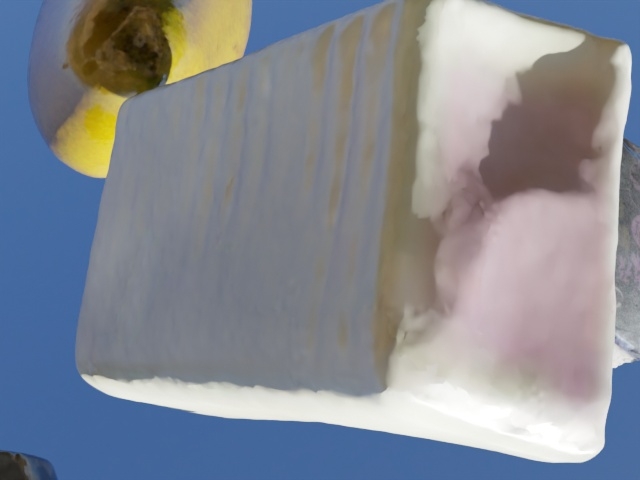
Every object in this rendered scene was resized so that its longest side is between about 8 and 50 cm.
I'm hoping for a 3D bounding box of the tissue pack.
[{"bbox_3d":[0.175,-0.005,0.818,0.112,0.051,0.156,30,-122,-18],"label":"tissue pack"}]

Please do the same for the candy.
[{"bbox_3d":[-0.002,0.002,0.674,0.145,0.359,0.208,11,-99,-33],"label":"candy"}]

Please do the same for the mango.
[{"bbox_3d":[-0.148,-0.162,0.993,0.173,0.211,0.317,25,-154,-13],"label":"mango"}]

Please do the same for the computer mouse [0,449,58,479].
[{"bbox_3d":[-0.327,0.193,0.887,0.295,0.168,0.087,9,-109,-15],"label":"computer mouse"}]
